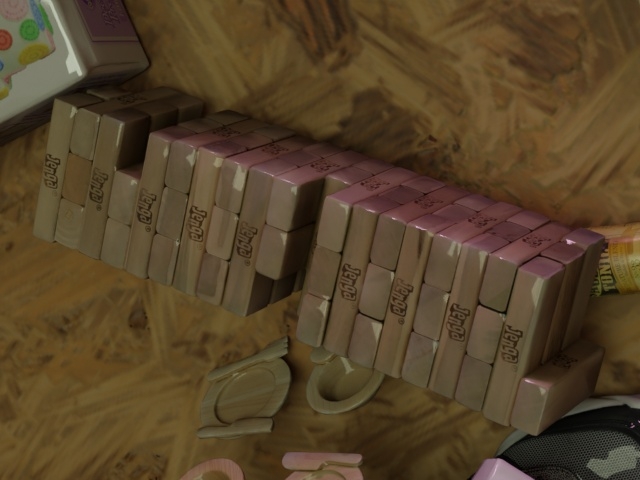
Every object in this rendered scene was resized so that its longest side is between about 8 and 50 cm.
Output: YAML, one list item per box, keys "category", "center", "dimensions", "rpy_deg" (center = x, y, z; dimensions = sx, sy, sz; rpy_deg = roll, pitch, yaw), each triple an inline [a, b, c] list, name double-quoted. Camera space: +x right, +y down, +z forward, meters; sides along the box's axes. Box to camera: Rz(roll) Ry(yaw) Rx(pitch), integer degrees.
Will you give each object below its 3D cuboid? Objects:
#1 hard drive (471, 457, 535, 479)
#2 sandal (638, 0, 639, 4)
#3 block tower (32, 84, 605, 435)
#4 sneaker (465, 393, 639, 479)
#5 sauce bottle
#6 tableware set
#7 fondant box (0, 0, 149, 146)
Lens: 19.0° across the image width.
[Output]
- category: "hard drive"
  center: [0.181, 0.304, 1.001]
  dimensions: [0.353, 0.047, 0.233]
  rpy_deg: [32, 78, -5]
- category: "sandal"
  center: [0.206, -0.182, 0.983]
  dimensions: [0.169, 0.102, 0.416]
  rpy_deg: [-26, 97, 19]
- category: "block tower"
  center: [0.000, 0.000, 1.091]
  dimensions: [0.335, 0.091, 0.097]
  rpy_deg: [22, 113, 24]
- category: "sneaker"
  center: [0.087, 0.179, 1.073]
  dimensions: [0.269, 0.153, 0.101]
  rpy_deg: [-31, 86, 21]
- category: "sauce bottle"
  center: [0.145, 0.014, 1.089]
  dimensions: [0.128, 0.042, 0.042]
  rpy_deg: [-9, 94, 24]
- category: "tableware set"
  center: [-0.026, 0.117, 1.116]
  dimensions: [0.141, 0.168, 0.020]
  rpy_deg: [-13, 132, 31]
- category: "fondant box"
  center: [-0.304, -0.145, 1.210]
  dimensions: [0.330, 0.096, 0.238]
  rpy_deg: [-25, 87, 23]
